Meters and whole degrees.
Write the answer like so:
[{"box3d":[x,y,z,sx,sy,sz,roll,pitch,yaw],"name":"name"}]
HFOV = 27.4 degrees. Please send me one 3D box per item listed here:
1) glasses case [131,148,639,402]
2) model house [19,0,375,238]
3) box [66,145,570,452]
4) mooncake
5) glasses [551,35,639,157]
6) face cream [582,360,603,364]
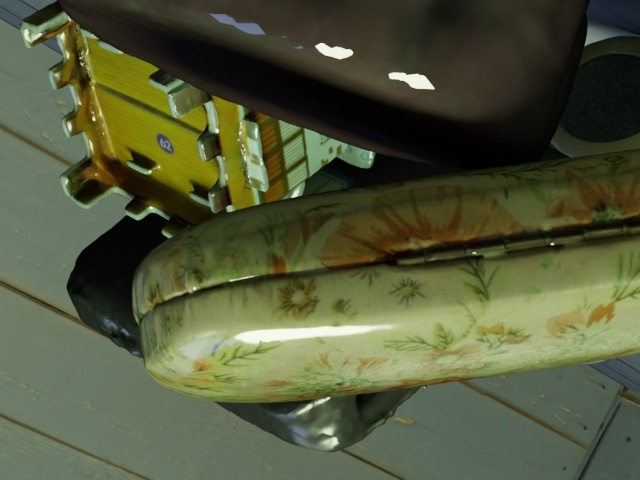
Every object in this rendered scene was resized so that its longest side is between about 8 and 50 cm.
[{"box3d":[0.122,0.011,0.640,0.425,0.098,0.156,-8,167,-9],"name":"glasses case"},{"box3d":[-0.095,-0.124,1.077,0.224,0.215,0.198,25,137,35],"name":"model house"},{"box3d":[0.000,0.000,1.134,0.350,0.359,0.091,25,144,42],"name":"box"},{"box3d":[0.004,-0.136,0.678,0.283,0.141,0.283,22,176,1],"name":"mooncake"},{"box3d":[0.198,-0.083,0.833,0.220,0.088,0.189,5,-168,-40],"name":"glasses"},{"box3d":[0.252,0.016,1.397,0.235,0.137,0.420,28,169,28],"name":"face cream"}]
